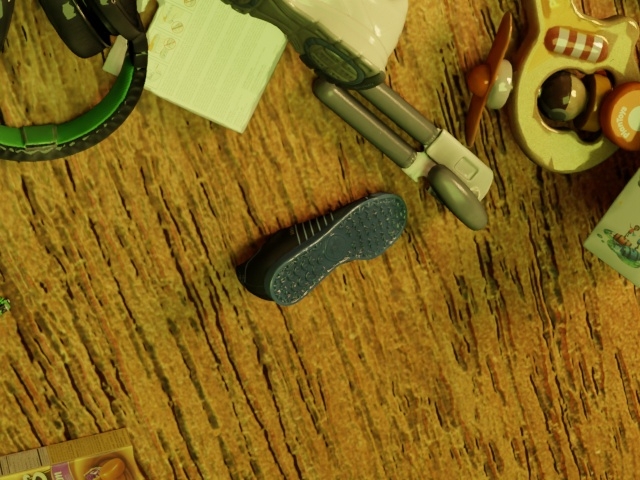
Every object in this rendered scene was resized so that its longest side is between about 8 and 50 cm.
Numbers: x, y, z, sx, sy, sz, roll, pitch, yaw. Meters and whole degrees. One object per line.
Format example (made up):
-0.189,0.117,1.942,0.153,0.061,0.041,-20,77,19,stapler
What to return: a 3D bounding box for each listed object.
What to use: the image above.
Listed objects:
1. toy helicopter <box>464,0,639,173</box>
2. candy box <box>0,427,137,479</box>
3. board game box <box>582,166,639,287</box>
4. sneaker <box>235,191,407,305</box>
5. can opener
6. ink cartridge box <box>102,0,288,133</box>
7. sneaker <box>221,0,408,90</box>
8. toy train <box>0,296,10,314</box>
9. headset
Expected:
0.269,-0.251,1.707,0.235,0.140,0.355,-16,106,-3,toy helicopter
-0.322,0.311,1.753,0.186,0.053,0.109,-12,116,-14,candy box
0.473,-0.102,1.739,0.097,0.224,0.303,37,114,14,board game box
0.000,0.000,1.728,0.232,0.090,0.081,-30,120,-30,sneaker
0.112,-0.122,1.709,0.280,0.093,0.074,38,96,-24,can opener
-0.139,-0.222,1.606,0.179,0.045,0.145,25,103,-13,ink cartridge box
-0.028,-0.296,1.556,0.297,0.111,0.129,39,65,-21,sneaker
-0.401,0.093,1.646,0.083,0.024,0.017,-30,119,-5,toy train
-0.312,-0.274,1.483,0.243,0.185,0.394,-6,129,-13,headset
